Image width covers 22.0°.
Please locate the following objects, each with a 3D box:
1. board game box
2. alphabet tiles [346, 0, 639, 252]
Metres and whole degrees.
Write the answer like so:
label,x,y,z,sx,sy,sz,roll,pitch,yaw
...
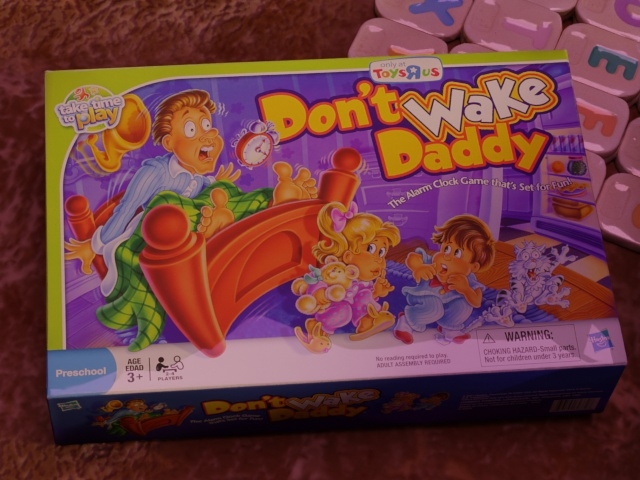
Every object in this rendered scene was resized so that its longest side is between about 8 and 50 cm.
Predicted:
label,x,y,z,sx,sy,sz,roll,pitch,yaw
board game box,0.000,0.000,1.056,0.347,0.078,0.233,-3,61,-5
alphabet tiles,0.152,-0.099,1.189,0.278,0.021,0.284,22,57,8
